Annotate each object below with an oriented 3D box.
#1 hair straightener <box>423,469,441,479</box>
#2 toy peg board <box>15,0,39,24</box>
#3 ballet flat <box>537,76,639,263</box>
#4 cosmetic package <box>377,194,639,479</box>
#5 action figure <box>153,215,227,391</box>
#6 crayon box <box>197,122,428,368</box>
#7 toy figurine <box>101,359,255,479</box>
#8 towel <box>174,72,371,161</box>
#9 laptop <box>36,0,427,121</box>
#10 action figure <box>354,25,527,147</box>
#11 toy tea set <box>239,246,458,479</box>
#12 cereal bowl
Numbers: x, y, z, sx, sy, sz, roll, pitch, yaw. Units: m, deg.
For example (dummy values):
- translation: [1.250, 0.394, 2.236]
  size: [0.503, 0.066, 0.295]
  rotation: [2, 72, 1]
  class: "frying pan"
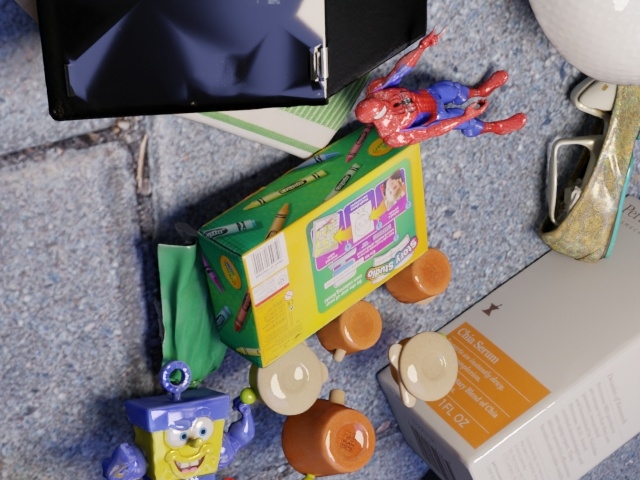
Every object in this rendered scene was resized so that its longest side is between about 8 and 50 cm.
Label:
- translation: [0.192, 0.311, 1.831]
  size: [0.230, 0.047, 0.089]
  rotation: [-50, 131, 1]
  class: "hair straightener"
- translation: [-0.228, -0.278, 1.227]
  size: [0.161, 0.079, 0.160]
  rotation: [-46, 146, -2]
  class: "toy peg board"
- translation: [0.365, -0.139, 1.656]
  size: [0.123, 0.123, 0.349]
  rotation: [2, 112, -33]
  class: "ballet flat"
- translation: [0.332, 0.158, 1.716]
  size: [0.453, 0.230, 0.161]
  rotation: [-34, 128, -13]
  class: "cosmetic package"
- translation: [-0.144, 0.086, 1.480]
  size: [0.137, 0.063, 0.232]
  rotation: [-8, 123, -31]
  class: "action figure"
- translation: [0.000, 0.000, 1.466]
  size: [0.278, 0.081, 0.165]
  rotation: [-34, 135, -30]
  class: "crayon box"
- translation: [-0.203, 0.241, 1.478]
  size: [0.362, 0.191, 0.217]
  rotation: [-5, 104, -31]
  class: "toy figurine"
- translation: [-0.021, -0.257, 1.385]
  size: [0.247, 0.038, 0.325]
  rotation: [17, 105, -38]
  class: "towel"
- translation: [-0.068, -0.341, 1.225]
  size: [0.407, 0.236, 0.382]
  rotation: [-5, 114, -7]
  class: "laptop"
- translation: [0.155, -0.167, 1.435]
  size: [0.280, 0.091, 0.139]
  rotation: [-12, 164, -46]
  class: "action figure"
- translation: [0.045, 0.146, 1.578]
  size: [0.336, 0.124, 0.200]
  rotation: [-36, 103, -28]
  class: "toy tea set"
- translation: [0.393, -0.345, 1.458]
  size: [0.339, 0.141, 0.339]
  rotation: [-4, 97, -33]
  class: "cereal bowl"
